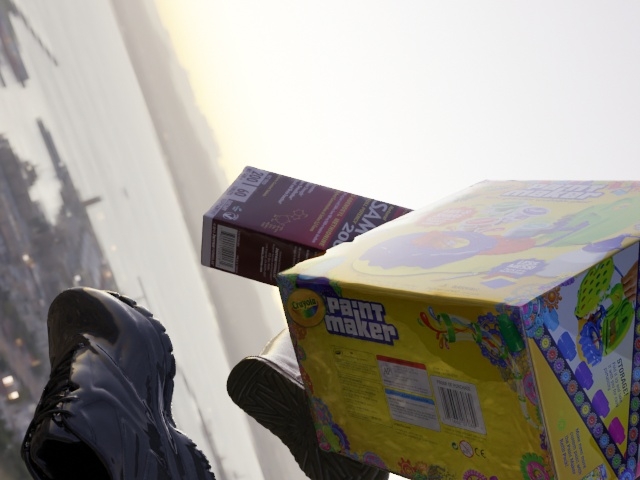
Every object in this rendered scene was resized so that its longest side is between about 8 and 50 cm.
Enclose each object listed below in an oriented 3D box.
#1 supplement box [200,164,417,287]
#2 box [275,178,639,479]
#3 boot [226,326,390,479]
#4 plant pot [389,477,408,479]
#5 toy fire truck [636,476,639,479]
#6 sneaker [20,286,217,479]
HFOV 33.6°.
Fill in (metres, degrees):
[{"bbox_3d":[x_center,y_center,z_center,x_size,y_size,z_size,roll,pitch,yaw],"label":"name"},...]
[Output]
[{"bbox_3d":[0.000,0.000,1.195,0.130,0.239,0.073,-58,160,-53],"label":"supplement box"},{"bbox_3d":[0.170,0.071,0.905,0.290,0.279,0.177,4,-67,52],"label":"box"},{"bbox_3d":[0.011,0.203,1.340,0.236,0.089,0.269,43,10,8],"label":"boot"},{"bbox_3d":[0.099,0.464,1.622,0.165,0.234,0.165,-19,-101,44],"label":"plant pot"},{"bbox_3d":[0.378,0.226,1.024,0.302,0.254,0.169,31,6,-23],"label":"toy fire truck"},{"bbox_3d":[-0.180,0.138,0.853,0.130,0.109,0.286,15,30,-42],"label":"sneaker"}]
